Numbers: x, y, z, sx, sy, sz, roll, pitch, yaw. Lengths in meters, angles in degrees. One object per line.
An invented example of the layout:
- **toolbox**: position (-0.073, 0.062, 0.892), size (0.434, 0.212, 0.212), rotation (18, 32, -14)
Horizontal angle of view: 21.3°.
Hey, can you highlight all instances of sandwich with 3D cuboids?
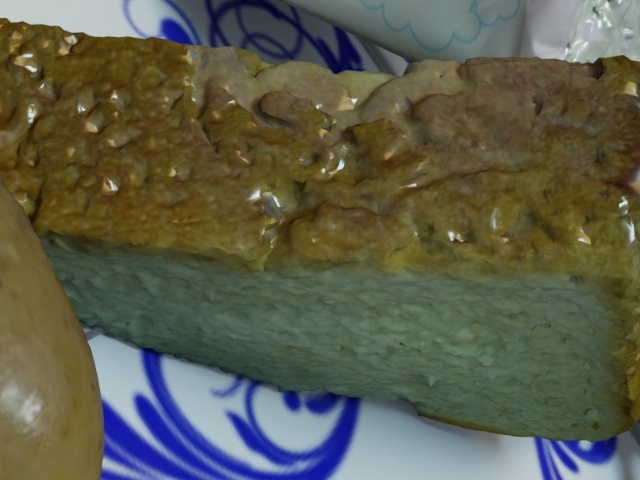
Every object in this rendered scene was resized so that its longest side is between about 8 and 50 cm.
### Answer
- **sandwich**: position (-0.001, 0.005, 0.680), size (0.254, 0.288, 0.099), rotation (68, 28, -72)

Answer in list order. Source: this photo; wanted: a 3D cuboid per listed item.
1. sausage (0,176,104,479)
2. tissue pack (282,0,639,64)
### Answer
- **sausage**: position (-0.239, -0.093, 0.500), size (0.501, 0.123, 0.136), rotation (45, 63, -13)
- **tissue pack**: position (0.068, -0.148, 0.777), size (0.271, 0.124, 0.201), rotation (31, 26, 36)
